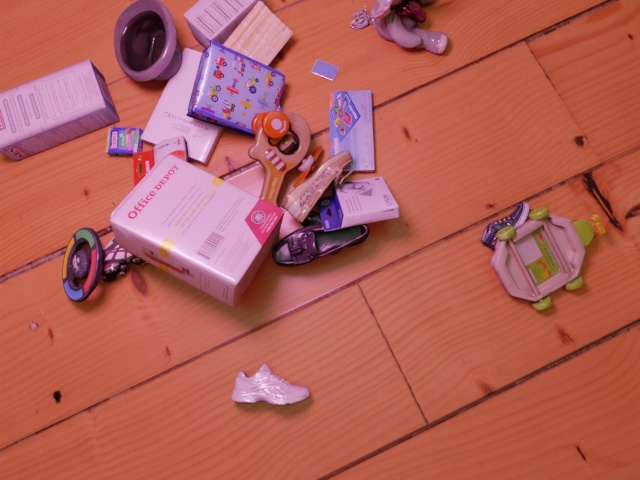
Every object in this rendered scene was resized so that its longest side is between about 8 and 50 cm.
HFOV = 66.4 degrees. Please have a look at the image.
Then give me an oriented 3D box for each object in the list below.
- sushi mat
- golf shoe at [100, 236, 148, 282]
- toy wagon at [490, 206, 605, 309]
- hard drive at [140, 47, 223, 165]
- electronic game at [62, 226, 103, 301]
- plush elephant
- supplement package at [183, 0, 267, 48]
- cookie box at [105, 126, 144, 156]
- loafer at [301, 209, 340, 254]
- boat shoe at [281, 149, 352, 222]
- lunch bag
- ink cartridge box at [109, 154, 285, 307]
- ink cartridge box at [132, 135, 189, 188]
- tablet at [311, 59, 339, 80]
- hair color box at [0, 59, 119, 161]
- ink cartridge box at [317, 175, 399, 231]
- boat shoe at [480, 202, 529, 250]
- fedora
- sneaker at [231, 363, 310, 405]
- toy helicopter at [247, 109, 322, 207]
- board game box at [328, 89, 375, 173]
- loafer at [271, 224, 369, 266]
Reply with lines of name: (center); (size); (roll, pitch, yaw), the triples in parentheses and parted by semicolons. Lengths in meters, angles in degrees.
sushi mat: (-0.240, -0.613, 1.601); (0.151, 0.019, 0.316); (39, 86, -17)
golf shoe: (-0.591, 0.028, 1.523); (0.273, 0.105, 0.120); (-23, 74, -3)
toy wagon: (0.691, 0.034, 1.472); (0.344, 0.068, 0.267); (-30, 98, -5)
hard drive: (-0.419, -0.451, 1.637); (0.233, 0.047, 0.353); (21, 81, 5)
electronic game: (-0.730, 0.073, 1.492); (0.229, 0.048, 0.229); (-9, 76, 39)
plush elephant: (0.262, -0.782, 1.573); (0.330, 0.255, 0.271); (0, 79, 2)
supplement package: (-0.312, -0.757, 1.646); (0.134, 0.139, 0.244); (44, 83, 7)
cookie box: (-0.649, -0.327, 1.623); (0.107, 0.040, 0.091); (1, 80, 3)
loafer: (-0.007, -0.054, 1.537); (0.078, 0.076, 0.223); (-42, 85, -11)
boat shoe: (0.005, -0.168, 1.506); (0.285, 0.104, 0.089); (-43, 86, -17)
lunch bag: (-0.247, -0.461, 1.553); (0.293, 0.138, 0.220); (15, 91, -24)
ink cartridge box: (-0.339, -0.033, 1.385); (0.385, 0.160, 0.279); (27, 57, 4)
ink cartridge box: (-0.507, -0.248, 1.538); (0.179, 0.045, 0.145); (-11, 63, -4)
tablet: (0.016, -0.582, 1.669); (0.083, 0.006, 0.054); (23, 80, 5)
hair color box: (-0.887, -0.426, 1.613); (0.375, 0.113, 0.185); (-22, 79, -3)
ink cartridge box: (0.105, -0.117, 1.485); (0.224, 0.223, 0.045); (-12, 122, -1)
boat shoe: (0.573, -0.053, 1.519); (0.083, 0.065, 0.183); (30, 84, 3)
fedora: (-0.552, -0.642, 1.622); (0.244, 0.124, 0.275); (-29, 73, 17)
sneaker: (-0.146, 0.424, 1.441); (0.232, 0.090, 0.115); (2, 76, 1)
toy helicopter: (-0.122, -0.223, 1.536); (0.235, 0.140, 0.355); (14, 94, -26)
board game box: (0.102, -0.359, 1.613); (0.145, 0.027, 0.281); (-1, 79, 1)
loafer: (0.000, 0.000, 1.446); (0.303, 0.095, 0.109); (-17, 89, -4)
